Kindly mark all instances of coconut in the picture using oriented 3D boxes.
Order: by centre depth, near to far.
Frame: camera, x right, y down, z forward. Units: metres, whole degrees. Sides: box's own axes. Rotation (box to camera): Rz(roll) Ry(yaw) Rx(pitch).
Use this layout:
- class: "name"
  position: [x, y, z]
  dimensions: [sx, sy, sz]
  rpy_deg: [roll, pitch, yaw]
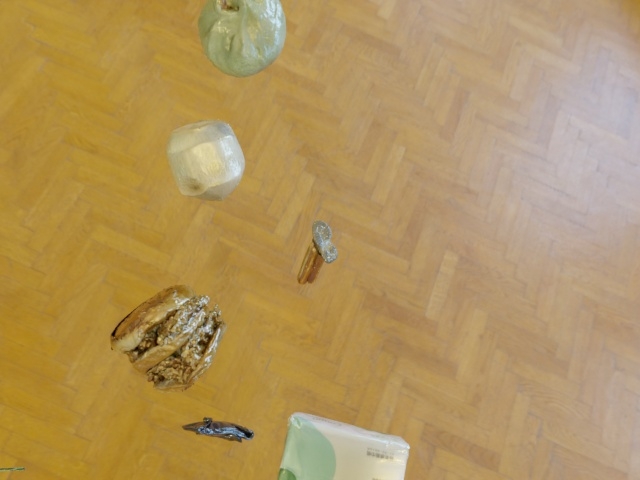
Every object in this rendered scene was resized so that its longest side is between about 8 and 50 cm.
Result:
- class: "coconut"
  position: [-0.234, -0.161, 1.048]
  dimensions: [0.160, 0.161, 0.162]
  rpy_deg: [-18, 115, -15]

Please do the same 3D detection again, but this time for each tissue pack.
- class: "tissue pack"
  position: [0.053, 0.664, 1.447]
  dimensions: [0.356, 0.194, 0.266]
  rpy_deg: [12, 77, 3]

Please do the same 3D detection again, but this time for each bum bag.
- class: "bum bag"
  position: [-0.346, 0.637, 1.709]
  dimensions: [0.248, 0.123, 0.060]
  rpy_deg: [31, 69, -42]

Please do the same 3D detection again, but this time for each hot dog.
- class: "hot dog"
  position: [-0.034, 0.089, 1.966]
  dimensions: [0.092, 0.236, 0.062]
  rpy_deg: [0, 40, -33]

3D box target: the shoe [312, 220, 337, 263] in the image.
- class: "shoe"
  position: [0.000, 0.000, 1.846]
  dimensions: [0.071, 0.099, 0.169]
  rpy_deg: [-29, 114, -17]

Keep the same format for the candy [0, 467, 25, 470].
- class: "candy"
  position: [-0.835, 0.568, 1.250]
  dimensions: [0.184, 0.049, 0.056]
  rpy_deg: [9, 64, -25]

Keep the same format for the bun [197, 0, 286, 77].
- class: "bun"
  position: [-0.165, -0.435, 1.024]
  dimensions: [0.195, 0.118, 0.196]
  rpy_deg: [-2, 79, 11]

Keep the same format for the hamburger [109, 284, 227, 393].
- class: "hamburger"
  position: [-0.351, 0.226, 1.204]
  dimensions: [0.245, 0.260, 0.211]
  rpy_deg: [-44, 104, -12]
